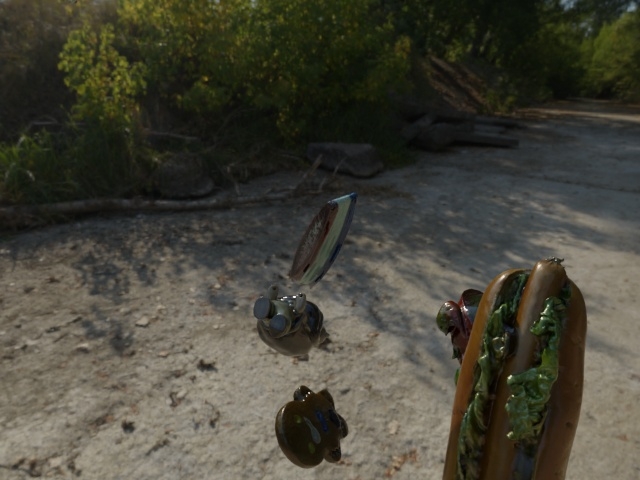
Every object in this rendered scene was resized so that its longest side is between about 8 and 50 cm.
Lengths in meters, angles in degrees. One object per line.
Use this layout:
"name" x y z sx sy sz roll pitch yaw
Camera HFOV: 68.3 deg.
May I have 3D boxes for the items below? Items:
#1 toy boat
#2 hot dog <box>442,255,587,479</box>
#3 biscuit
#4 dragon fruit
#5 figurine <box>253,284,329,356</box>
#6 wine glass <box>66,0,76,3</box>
"toy boat" 0.000 0.000 0.783 0.045 0.229 0.080 -10 60 -29
"hot dog" 0.221 0.180 0.543 0.135 0.338 0.100 10 -4 40
"biscuit" -0.015 0.409 1.039 0.039 0.180 0.236 -38 -17 24
"dragon fruit" 0.358 0.206 0.946 0.268 0.130 0.295 46 35 8
"figurine" -0.111 0.266 1.528 0.248 0.203 0.380 17 -13 14
"wine glass" -0.290 -0.293 0.389 0.204 0.111 0.111 19 4 -39
